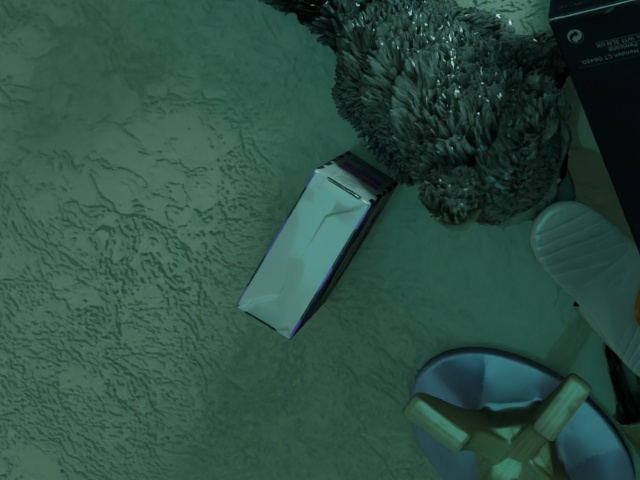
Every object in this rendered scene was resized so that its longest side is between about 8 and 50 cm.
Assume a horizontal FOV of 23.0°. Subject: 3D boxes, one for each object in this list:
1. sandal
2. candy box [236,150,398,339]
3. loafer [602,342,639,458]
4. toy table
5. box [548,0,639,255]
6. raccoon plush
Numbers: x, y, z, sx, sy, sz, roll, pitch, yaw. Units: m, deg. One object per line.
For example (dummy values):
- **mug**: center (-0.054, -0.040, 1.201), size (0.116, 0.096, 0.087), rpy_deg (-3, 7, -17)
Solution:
- **sandal**: center (0.286, 0.033, 1.552), size (0.102, 0.076, 0.265), rpy_deg (-43, 123, 5)
- **candy box**: center (0.000, 0.000, 1.657), size (0.070, 0.196, 0.164), rpy_deg (32, 104, 5)
- **loafer**: center (0.361, 0.190, 1.663), size (0.102, 0.092, 0.268), rpy_deg (-26, 87, 44)
- **toy table**: center (0.211, 0.233, 1.678), size (0.274, 0.161, 0.252), rpy_deg (24, 103, 7)
- **box**: center (0.341, -0.189, 1.449), size (0.183, 0.296, 0.294), rpy_deg (-12, 128, 24)
- **raccoon plush**: center (0.063, -0.151, 1.567), size (0.447, 0.299, 0.216), rpy_deg (23, 103, 6)
